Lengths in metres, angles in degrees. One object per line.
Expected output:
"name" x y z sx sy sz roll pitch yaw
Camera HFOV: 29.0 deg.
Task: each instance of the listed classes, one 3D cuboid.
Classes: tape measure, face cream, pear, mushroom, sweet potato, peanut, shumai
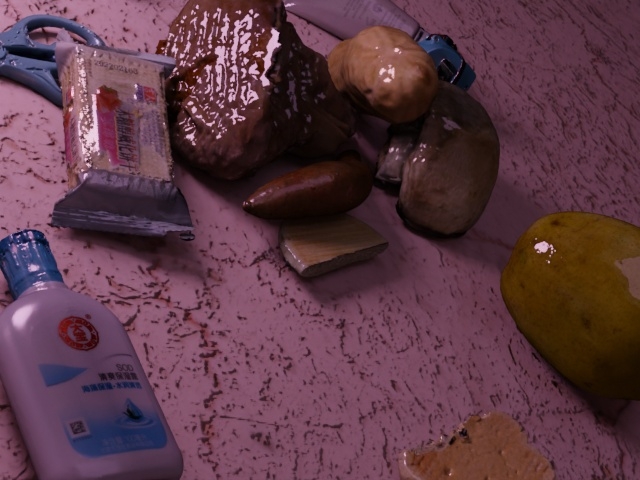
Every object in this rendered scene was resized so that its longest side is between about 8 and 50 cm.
"tape measure" 0.192 -0.284 2.152 0.125 0.146 0.081 42 -11 -33
"face cream" 0.079 -0.399 2.215 0.314 0.089 0.143 33 77 -9
"face cream" -0.273 0.132 1.346 0.163 0.080 0.337 0 50 -41
"pear" 0.419 0.095 1.835 0.307 0.253 0.253 32 34 13
"mushroom" 0.204 -0.142 1.977 0.189 0.164 0.267 29 36 -9
"sweet potato" 0.015 -0.085 1.793 0.108 0.079 0.346 19 21 21
"peanut" 0.091 -0.268 1.958 0.147 0.148 0.319 22 5 -20
"shumai" -0.095 -0.214 1.857 0.283 0.217 0.346 42 33 -56

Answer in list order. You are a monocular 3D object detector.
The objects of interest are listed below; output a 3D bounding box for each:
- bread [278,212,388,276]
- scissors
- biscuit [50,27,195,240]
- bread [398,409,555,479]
"bread" 0.000 -0.003 1.765 0.112 0.036 0.193 44 35 24
"scissors" -0.448 -0.259 1.677 0.392 0.032 0.180 5 47 -36
"biscuit" -0.264 -0.135 1.636 0.186 0.079 0.309 10 50 -25
"bread" 0.210 0.313 1.583 0.250 0.039 0.182 -14 60 -47
